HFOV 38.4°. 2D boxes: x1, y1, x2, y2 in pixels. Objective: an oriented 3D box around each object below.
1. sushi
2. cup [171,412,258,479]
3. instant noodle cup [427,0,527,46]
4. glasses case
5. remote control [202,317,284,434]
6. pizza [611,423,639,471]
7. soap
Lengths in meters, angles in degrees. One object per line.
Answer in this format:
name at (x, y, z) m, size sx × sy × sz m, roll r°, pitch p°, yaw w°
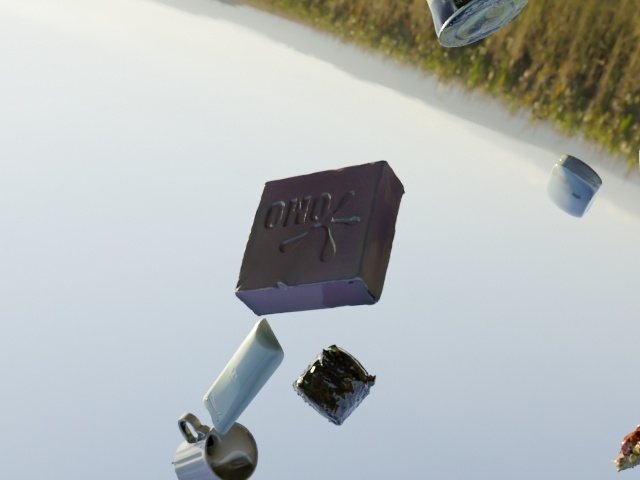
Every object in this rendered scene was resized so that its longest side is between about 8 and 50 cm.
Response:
sushi at (0.026, 0.272, 1.748) m, size 0.124 × 0.127 × 0.225 m, roll 39°, pitch 172°, yaw 11°
cup at (-0.299, 0.570, 2.512) m, size 0.166 × 0.221 × 0.202 m, roll -7°, pitch 164°, yaw -41°
instant noodle cup at (0.297, -0.557, 1.928) m, size 0.215 × 0.215 × 0.236 m, roll -3°, pitch -115°, yaw -58°
glasses case at (0.354, -0.074, 1.293) m, size 0.067 × 0.045 × 0.178 m, roll 39°, pitch 177°, yaw 15°
remote control at (-0.172, 0.292, 1.966) m, size 0.051 × 0.293 × 0.103 m, roll 1°, pitch -134°, yaw -41°
pizza at (0.668, 0.398, 1.867) m, size 0.053 × 0.193 × 0.201 m, roll 49°, pitch -175°, yaw 3°
soap at (0.000, 0.000, 1.804) m, size 0.296 × 0.286 × 0.107 m, roll -10°, pitch 142°, yaw 31°
